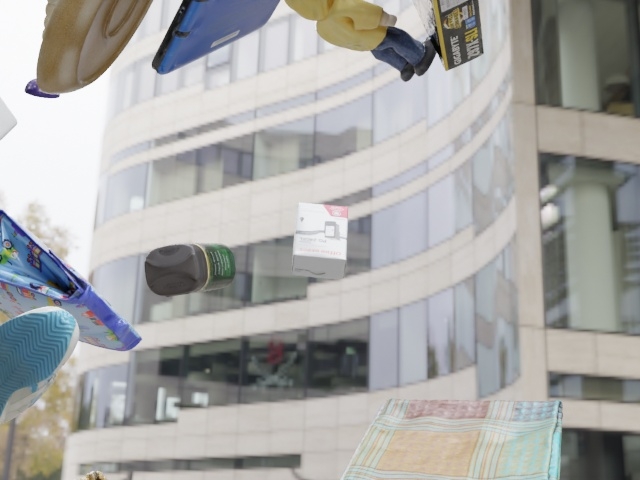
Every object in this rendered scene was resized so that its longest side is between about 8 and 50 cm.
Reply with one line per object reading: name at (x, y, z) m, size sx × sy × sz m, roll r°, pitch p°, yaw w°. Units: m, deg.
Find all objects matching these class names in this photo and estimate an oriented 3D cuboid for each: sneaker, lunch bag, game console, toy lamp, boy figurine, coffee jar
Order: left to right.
sneaker at (-0.362, 0.147, 1.207) m, size 0.229 × 0.087 × 0.092 m, roll -41°, pitch -3°, yaw 34°
toy lamp at (-0.527, -0.418, 1.897) m, size 0.080 × 0.274 × 0.080 m, roll 11°, pitch 18°, yaw -4°
lunch bag at (-0.460, 0.102, 1.722) m, size 0.293 × 0.138 × 0.221 m, roll 25°, pitch -21°, yaw 25°
coffee jar at (-0.202, 0.044, 1.516) m, size 0.096 × 0.079 × 0.184 m, roll -9°, pitch -2°, yaw 11°
game console at (-0.163, -0.419, 1.427) m, size 0.293 × 0.173 × 0.250 m, roll -40°, pitch -9°, yaw -48°
boy figurine at (0.058, -0.374, 1.668) m, size 0.285 × 0.092 × 0.177 m, roll 28°, pitch -11°, yaw -17°

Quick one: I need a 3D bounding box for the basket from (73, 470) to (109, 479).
basket at (-0.347, 0.486, 1.343) m, size 0.213 × 0.223 × 0.299 m, roll -23°, pitch -20°, yaw -45°

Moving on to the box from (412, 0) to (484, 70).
box at (0.161, -0.469, 1.553) m, size 0.079 × 0.322 × 0.257 m, roll -24°, pitch -22°, yaw 6°

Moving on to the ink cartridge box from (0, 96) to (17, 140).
ink cartridge box at (-0.575, -0.140, 1.128) m, size 0.160 × 0.384 × 0.279 m, roll -16°, pitch -62°, yaw 28°

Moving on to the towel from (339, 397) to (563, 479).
towel at (0.162, 0.286, 1.220) m, size 0.272 × 0.040 × 0.370 m, roll -2°, pitch 16°, yaw 18°

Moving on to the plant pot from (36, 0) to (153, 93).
plant pot at (-0.209, -0.245, 0.989) m, size 0.032 × 0.236 × 0.236 m, roll 30°, pitch -22°, yaw -3°

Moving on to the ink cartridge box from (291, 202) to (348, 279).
ink cartridge box at (0.000, 0.000, 2.001) m, size 0.109 × 0.150 × 0.063 m, roll 5°, pitch -42°, yaw -3°
